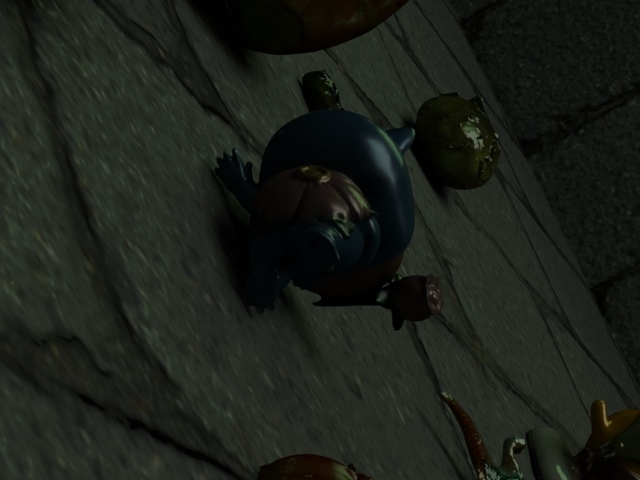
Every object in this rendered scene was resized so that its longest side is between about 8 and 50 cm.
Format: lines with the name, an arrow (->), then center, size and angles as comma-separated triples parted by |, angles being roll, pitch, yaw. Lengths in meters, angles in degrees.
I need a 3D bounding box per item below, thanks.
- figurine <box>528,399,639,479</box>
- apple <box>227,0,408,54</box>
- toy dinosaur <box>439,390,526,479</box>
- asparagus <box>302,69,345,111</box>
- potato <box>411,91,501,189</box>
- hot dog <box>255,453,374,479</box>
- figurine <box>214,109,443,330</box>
figurine -> 0.307, 0.257, 1.787 | 0.166, 0.141, 0.250 | 49, 17, -55
apple -> -0.027, -0.273, 1.435 | 0.226, 0.246, 0.246 | 46, -5, 48
toy dinosaur -> 0.138, 0.202, 1.414 | 0.187, 0.044, 0.106 | 52, 30, -47
asparagus -> 0.015, -0.088, 1.574 | 0.165, 0.030, 0.036 | -109, -170, -48
potato -> 0.165, -0.122, 2.204 | 0.117, 0.090, 0.225 | 61, 12, -6
hot dog -> 0.006, 0.162, 0.777 | 0.104, 0.076, 0.250 | 61, 8, -9
figurine -> 0.005, 0.002, 1.132 | 0.144, 0.114, 0.178 | 67, 21, -15
